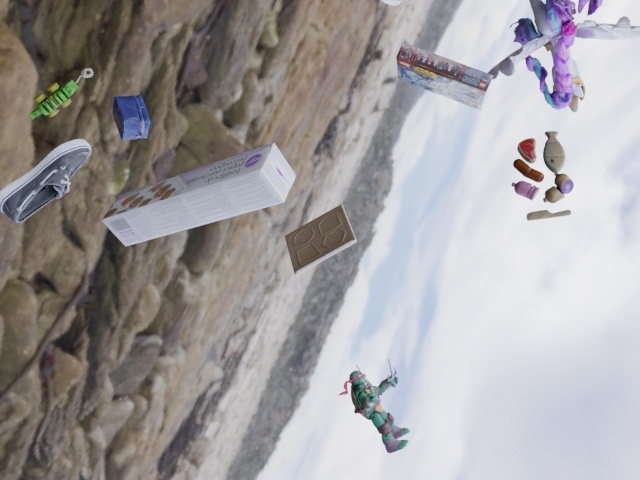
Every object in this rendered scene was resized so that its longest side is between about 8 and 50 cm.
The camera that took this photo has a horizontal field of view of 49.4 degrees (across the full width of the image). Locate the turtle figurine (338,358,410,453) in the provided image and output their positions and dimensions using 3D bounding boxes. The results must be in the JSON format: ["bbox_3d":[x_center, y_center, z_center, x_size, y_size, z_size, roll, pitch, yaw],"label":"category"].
[{"bbox_3d":[0.135,0.387,1.684,0.118,0.234,0.175,-25,-176,31],"label":"turtle figurine"}]

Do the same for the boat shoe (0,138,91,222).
[{"bbox_3d":[-0.736,-0.161,1.909,0.301,0.102,0.108,-44,163,-29],"label":"boat shoe"}]

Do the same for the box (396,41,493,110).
[{"bbox_3d":[0.178,-0.237,1.011,0.094,0.137,0.027,34,79,-80],"label":"box"}]

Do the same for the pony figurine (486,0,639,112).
[{"bbox_3d":[0.479,-0.446,1.413,0.351,0.303,0.363,-18,97,-67],"label":"pony figurine"}]

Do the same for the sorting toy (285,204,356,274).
[{"bbox_3d":[0.000,0.000,1.948,0.193,0.038,0.208,-29,-147,8],"label":"sorting toy"}]

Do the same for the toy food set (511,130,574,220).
[{"bbox_3d":[0.282,-0.087,0.895,0.019,0.078,0.122,70,13,-66],"label":"toy food set"}]

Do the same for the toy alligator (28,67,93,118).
[{"bbox_3d":[-0.627,-0.355,1.689,0.190,0.056,0.051,-40,-146,-8],"label":"toy alligator"}]

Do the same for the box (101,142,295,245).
[{"bbox_3d":[-0.189,-0.062,1.039,0.324,0.067,0.063,-14,-142,32],"label":"box"}]

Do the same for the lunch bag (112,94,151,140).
[{"bbox_3d":[-0.402,-0.263,1.496,0.098,0.065,0.067,67,-30,20],"label":"lunch bag"}]

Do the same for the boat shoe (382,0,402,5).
[{"bbox_3d":[0.072,-0.516,1.221,0.091,0.302,0.114,-24,-111,43],"label":"boat shoe"}]
